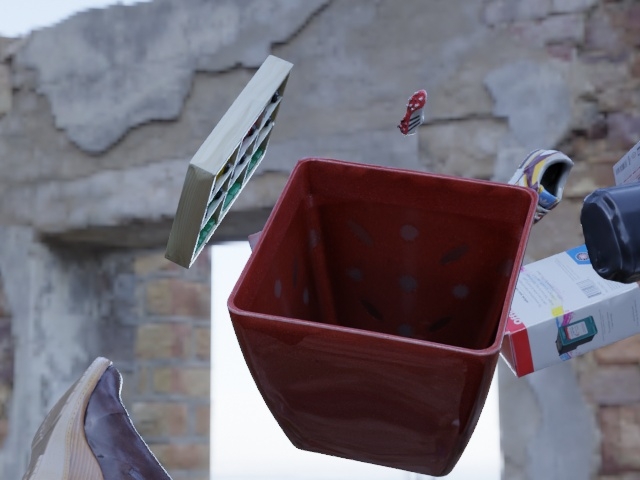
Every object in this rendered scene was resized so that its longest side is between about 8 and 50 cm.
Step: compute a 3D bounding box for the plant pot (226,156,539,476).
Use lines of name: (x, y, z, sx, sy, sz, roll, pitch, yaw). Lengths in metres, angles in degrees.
plant pot: (0.072, 0.095, 1.416, 0.267, 0.267, 0.235, 9, -49, 13)

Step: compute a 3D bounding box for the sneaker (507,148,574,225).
sneaker: (0.304, -0.052, 1.960, 0.069, 0.185, 0.084, 29, -2, -20)

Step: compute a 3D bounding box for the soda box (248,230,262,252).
soda box: (0.000, 0.000, 1.766, 0.183, 0.063, 0.058, -22, -42, 2)

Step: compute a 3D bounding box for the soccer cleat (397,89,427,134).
soccer cleat: (0.151, -0.200, 2.085, 0.036, 0.029, 0.083, 1, -52, -34)

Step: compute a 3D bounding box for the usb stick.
usb stick: (0.324, -0.021, 1.085, 0.278, 0.077, 0.045, -10, -11, -32)

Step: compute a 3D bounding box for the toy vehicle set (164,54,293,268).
toy vehicle set: (-0.117, -0.105, 1.722, 0.035, 0.267, 0.166, 25, -47, 4)

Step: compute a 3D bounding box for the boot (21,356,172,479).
boot: (-0.181, 0.239, 1.304, 0.207, 0.248, 0.090, 36, -65, -13)

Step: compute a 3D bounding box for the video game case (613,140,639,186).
video game case: (0.386, -0.056, 1.602, 0.011, 0.122, 0.087, 6, -28, -18)

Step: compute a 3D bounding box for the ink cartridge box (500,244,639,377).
ink cartridge box: (0.291, 0.096, 1.754, 0.231, 0.078, 0.134, -19, 30, -7)
